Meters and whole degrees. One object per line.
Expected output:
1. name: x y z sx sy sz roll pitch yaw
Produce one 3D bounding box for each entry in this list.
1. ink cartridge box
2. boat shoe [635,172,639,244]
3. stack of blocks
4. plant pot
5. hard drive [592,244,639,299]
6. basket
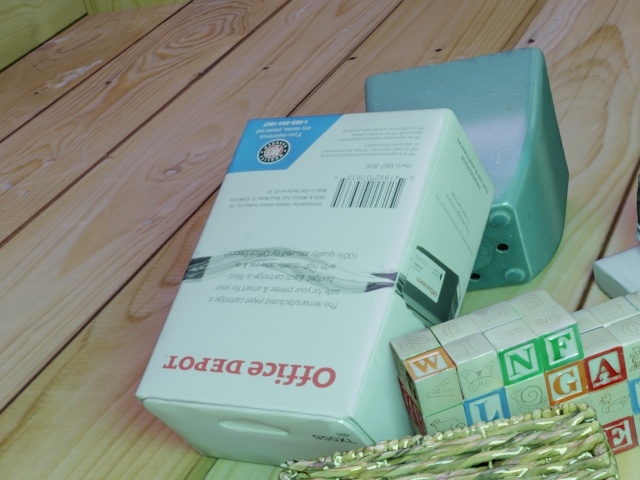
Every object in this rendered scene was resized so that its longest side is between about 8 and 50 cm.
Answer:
1. ink cartridge box: 0.002 0.056 1.444 0.286 0.166 0.394 1 57 33
2. boat shoe: 0.530 -0.047 1.462 0.335 0.119 0.121 -7 26 20
3. stack of blocks: 0.238 0.144 1.293 0.297 0.171 0.087 -18 26 -6
4. plant pot: 0.196 -0.069 1.690 0.247 0.247 0.252 -8 43 16
5. hard drive: 0.538 0.024 1.509 0.353 0.047 0.233 -20 25 -7
6. basket: 0.132 0.300 1.126 0.299 0.223 0.213 -13 58 6
